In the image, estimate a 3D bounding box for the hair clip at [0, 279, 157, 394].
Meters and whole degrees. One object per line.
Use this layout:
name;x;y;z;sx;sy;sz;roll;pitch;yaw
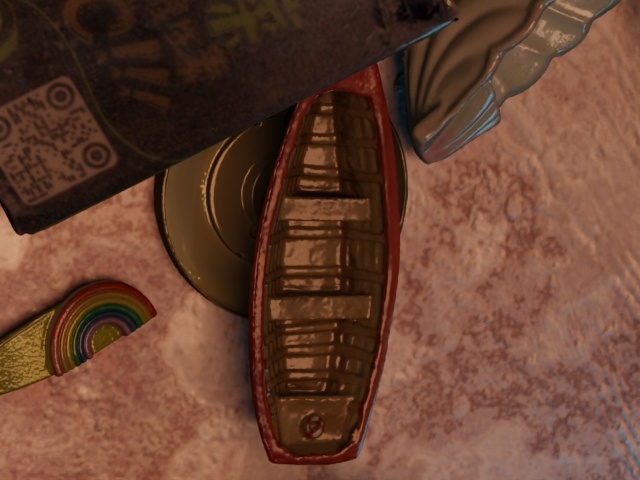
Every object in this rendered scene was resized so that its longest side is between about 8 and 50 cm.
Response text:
hair clip;-0.230;0.085;1.583;0.188;0.033;0.060;-28;108;-15

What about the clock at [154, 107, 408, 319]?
clock;-0.031;-0.041;1.639;0.235;0.029;0.235;-4;102;-21

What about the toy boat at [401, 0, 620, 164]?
toy boat;0.170;-0.194;1.627;0.100;0.199;0.290;43;87;14

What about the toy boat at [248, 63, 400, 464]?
toy boat;0.000;0.000;1.604;0.136;0.079;0.392;0;101;-21

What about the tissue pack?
tissue pack;-0.129;-0.211;1.452;0.394;0.124;0.288;-26;109;8
